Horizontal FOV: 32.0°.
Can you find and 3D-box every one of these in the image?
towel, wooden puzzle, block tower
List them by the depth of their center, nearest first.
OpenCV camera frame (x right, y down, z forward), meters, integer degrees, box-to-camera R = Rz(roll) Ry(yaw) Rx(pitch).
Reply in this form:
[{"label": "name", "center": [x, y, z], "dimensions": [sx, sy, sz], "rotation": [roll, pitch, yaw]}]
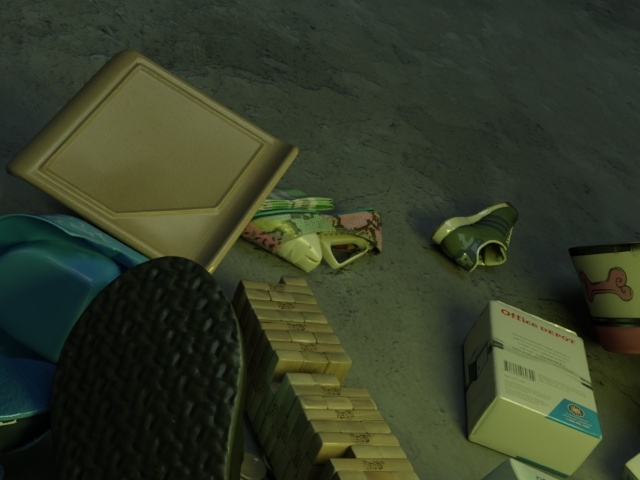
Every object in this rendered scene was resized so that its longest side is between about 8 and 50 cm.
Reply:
[{"label": "block tower", "center": [-0.013, 0.169, 1.145], "dimensions": [0.097, 0.091, 0.335], "rotation": [7, 31, -29]}, {"label": "wooden puzzle", "center": [-0.172, -0.081, 1.176], "dimensions": [0.239, 0.044, 0.221], "rotation": [29, 51, 5]}, {"label": "towel", "center": [-0.073, -0.059, 1.474], "dimensions": [0.152, 0.023, 0.113], "rotation": [-4, 16, -41]}]

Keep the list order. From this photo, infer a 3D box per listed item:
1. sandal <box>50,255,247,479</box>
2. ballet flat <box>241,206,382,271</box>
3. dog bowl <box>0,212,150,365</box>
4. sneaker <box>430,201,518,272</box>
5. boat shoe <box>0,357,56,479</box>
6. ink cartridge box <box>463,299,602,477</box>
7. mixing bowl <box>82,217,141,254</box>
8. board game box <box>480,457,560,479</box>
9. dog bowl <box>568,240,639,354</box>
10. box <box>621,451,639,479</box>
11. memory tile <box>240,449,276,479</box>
[{"label": "sandal", "center": [-0.131, 0.225, 0.929], "dimensions": [0.167, 0.107, 0.445], "rotation": [-8, 62, 0]}, {"label": "ballet flat", "center": [0.000, 0.000, 1.453], "dimensions": [0.221, 0.077, 0.079], "rotation": [-3, 68, -40]}, {"label": "dog bowl", "center": [-0.213, 0.081, 1.090], "dimensions": [0.297, 0.166, 0.074], "rotation": [30, 20, 5]}, {"label": "sneaker", "center": [0.246, 0.002, 1.640], "dimensions": [0.192, 0.064, 0.086], "rotation": [-14, 58, -47]}, {"label": "boat shoe", "center": [-0.331, 0.164, 0.946], "dimensions": [0.258, 0.089, 0.109], "rotation": [-7, 32, -36]}, {"label": "ink cartridge box", "center": [0.255, 0.178, 1.365], "dimensions": [0.140, 0.082, 0.190], "rotation": [22, 31, -9]}, {"label": "mixing bowl", "center": [-0.213, -0.047, 1.287], "dimensions": [0.181, 0.181, 0.098], "rotation": [27, 68, -1]}, {"label": "board game box", "center": [0.299, 0.374, 0.984], "dimensions": [0.318, 0.066, 0.318], "rotation": [28, 26, -35]}, {"label": "dog bowl", "center": [0.546, 0.069, 1.503], "dimensions": [0.408, 0.150, 0.408], "rotation": [-4, -2, 0]}, {"label": "box", "center": [0.537, 0.317, 1.259], "dimensions": [0.232, 0.058, 0.322], "rotation": [-35, 62, -9]}, {"label": "memory tile", "center": [-0.012, 0.252, 1.123], "dimensions": [0.148, 0.012, 0.113], "rotation": [0, 41, -38]}]
